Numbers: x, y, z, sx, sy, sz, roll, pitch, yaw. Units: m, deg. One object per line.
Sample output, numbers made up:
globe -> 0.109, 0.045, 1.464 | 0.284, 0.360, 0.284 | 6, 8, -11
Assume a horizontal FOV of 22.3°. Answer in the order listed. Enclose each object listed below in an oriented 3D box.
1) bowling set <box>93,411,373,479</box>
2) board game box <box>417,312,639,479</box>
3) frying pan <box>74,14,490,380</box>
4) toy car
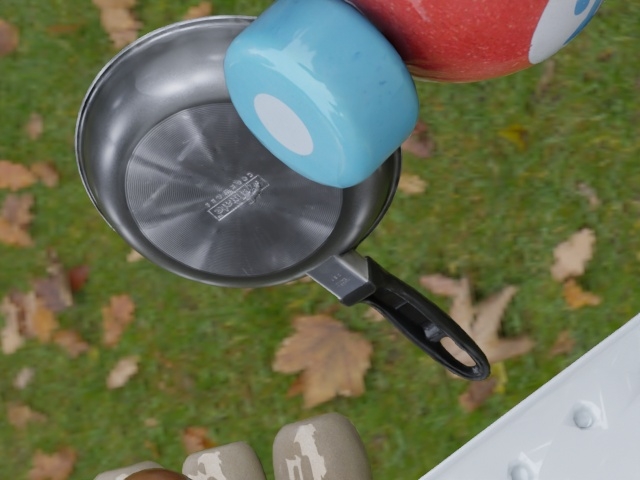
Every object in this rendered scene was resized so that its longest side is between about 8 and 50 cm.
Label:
bowling set -> -0.090, 0.197, 0.858 | 0.287, 0.200, 0.154 | -15, 86, -1
board game box -> 0.220, 0.217, 0.694 | 0.390, 0.050, 0.390 | -35, 76, -11
frying pan -> -0.029, 0.005, 1.003 | 0.197, 0.053, 0.326 | -14, 126, 13
toy car -> 0.065, -0.155, 0.547 | 0.210, 0.219, 0.238 | 52, 158, -19
